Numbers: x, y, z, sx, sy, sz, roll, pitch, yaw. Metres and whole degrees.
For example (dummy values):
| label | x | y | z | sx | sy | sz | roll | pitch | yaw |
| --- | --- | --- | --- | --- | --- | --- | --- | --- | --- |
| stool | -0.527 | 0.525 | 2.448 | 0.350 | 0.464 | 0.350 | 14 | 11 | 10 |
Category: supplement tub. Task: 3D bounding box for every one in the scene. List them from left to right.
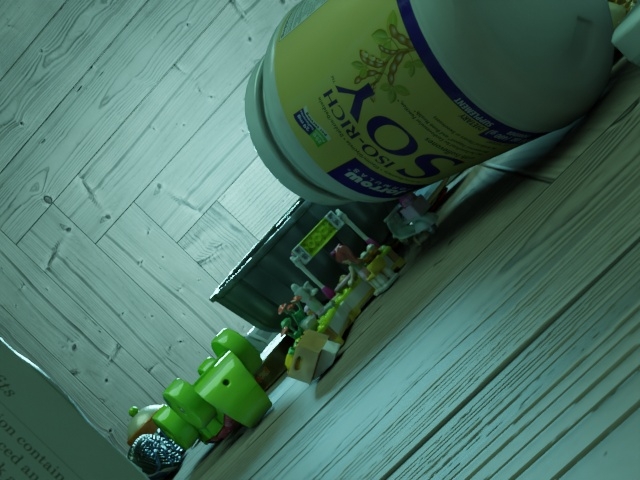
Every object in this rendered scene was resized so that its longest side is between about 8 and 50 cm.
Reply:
| label | x | y | z | sx | sy | sz | roll | pitch | yaw |
| --- | --- | --- | --- | --- | --- | --- | --- | --- | --- |
| supplement tub | 0.090 | -0.176 | 0.772 | 0.241 | 0.241 | 0.331 | -46 | 14 | -35 |

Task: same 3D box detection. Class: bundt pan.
| label | x | y | z | sx | sy | sz | roll | pitch | yaw |
| --- | --- | --- | --- | --- | --- | --- | --- | --- | --- |
| bundt pan | 0.000 | 0.000 | 1.080 | 0.331 | 0.124 | 0.331 | -48 | 5 | 5 |

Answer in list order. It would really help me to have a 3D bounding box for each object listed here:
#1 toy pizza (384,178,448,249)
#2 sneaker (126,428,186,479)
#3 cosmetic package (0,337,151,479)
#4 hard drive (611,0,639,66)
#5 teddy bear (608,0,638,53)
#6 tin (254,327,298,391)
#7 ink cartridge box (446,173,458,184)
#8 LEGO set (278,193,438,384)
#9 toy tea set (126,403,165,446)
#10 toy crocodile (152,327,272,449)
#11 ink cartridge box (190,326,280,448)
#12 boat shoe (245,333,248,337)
| label | x | y | z | sx | sy | sz | roll | pitch | yaw |
| --- | --- | --- | --- | --- | --- | --- | --- | --- | --- |
| toy pizza | 0.139 | -0.041 | 1.160 | 0.201 | 0.032 | 0.201 | -49 | 3 | 3 |
| sneaker | -0.269 | 0.359 | 1.219 | 0.081 | 0.080 | 0.211 | -52 | -9 | -7 |
| cosmetic package | -0.360 | 0.270 | 0.487 | 0.327 | 0.329 | 0.394 | -46 | -1 | 20 |
| hard drive | 0.358 | -0.266 | 0.531 | 0.203 | 0.040 | 0.307 | -46 | 0 | -33 |
| teddy bear | 0.278 | -0.217 | 0.936 | 0.245 | 0.113 | 0.338 | -53 | 8 | -4 |
| tin | -0.060 | 0.166 | 1.123 | 0.106 | 0.040 | 0.189 | -50 | -1 | 20 |
| ink cartridge box | 0.223 | -0.219 | 1.314 | 0.219 | 0.160 | 0.092 | -45 | -2 | -26 |
| LEGO set | 0.009 | 0.043 | 0.842 | 0.287 | 0.107 | 0.132 | -46 | 0 | -40 |
| toy tea set | -0.380 | 0.428 | 1.452 | 0.336 | 0.124 | 0.200 | -46 | 0 | -12 |
| toy crocodile | -0.134 | 0.207 | 0.977 | 0.115 | 0.105 | 0.340 | -47 | -4 | -28 |
| ink cartridge box | -0.140 | 0.250 | 1.344 | 0.181 | 0.056 | 0.224 | -50 | -15 | -82 |
| boat shoe | -0.079 | 0.179 | 1.490 | 0.206 | 0.075 | 0.065 | -52 | -41 | -17 |
